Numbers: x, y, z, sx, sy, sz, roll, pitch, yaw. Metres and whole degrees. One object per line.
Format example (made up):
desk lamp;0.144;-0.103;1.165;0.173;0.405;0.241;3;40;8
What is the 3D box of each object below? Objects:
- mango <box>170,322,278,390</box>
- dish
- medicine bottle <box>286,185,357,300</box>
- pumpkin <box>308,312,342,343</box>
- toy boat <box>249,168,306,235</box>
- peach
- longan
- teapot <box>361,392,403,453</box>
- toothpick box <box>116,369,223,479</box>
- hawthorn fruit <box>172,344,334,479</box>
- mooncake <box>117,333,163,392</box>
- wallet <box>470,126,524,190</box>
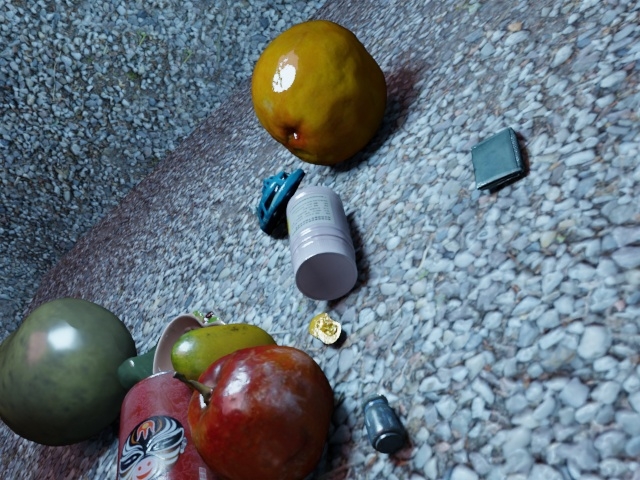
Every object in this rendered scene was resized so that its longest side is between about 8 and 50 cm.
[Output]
mango;-0.175;0.235;1.100;0.120;0.221;0.151;-43;60;41
dish;-0.255;0.258;1.259;0.213;0.090;0.213;-13;60;23
medicine bottle;0.000;0.000;1.203;0.133;0.133;0.250;-40;31;19
pumpkin;0.014;0.172;1.088;0.050;0.028;0.083;-52;37;-7
toy boat;-0.118;-0.108;1.417;0.134;0.092;0.299;-56;2;-17
peach;-0.010;-0.353;1.415;0.343;0.343;0.302;-3;52;54
longan;-0.674;0.347;1.527;0.404;0.404;0.336;-38;-9;22
teapot;0.092;0.275;0.849;0.049;0.063;0.083;-15;29;-2
toothpick box;-0.256;0.411;1.014;0.204;0.204;0.333;-45;28;10
hawthorn fruit;-0.120;0.267;0.918;0.242;0.271;0.242;-32;43;36
mooncake;-0.398;0.309;1.377;0.104;0.175;0.168;-33;59;30
wallet;0.316;-0.144;1.028;0.088;0.026;0.129;-27;35;30
